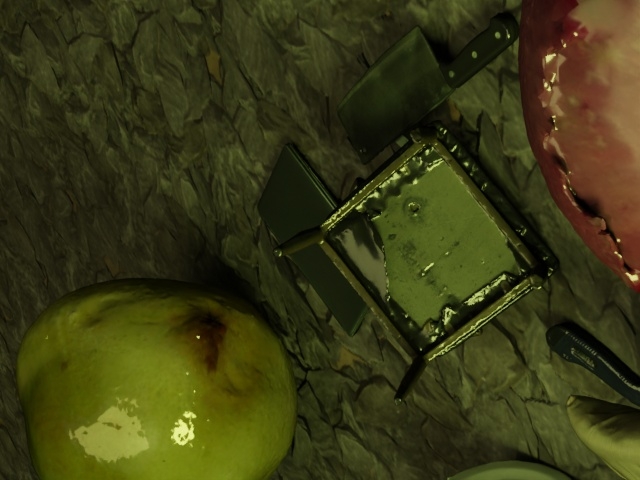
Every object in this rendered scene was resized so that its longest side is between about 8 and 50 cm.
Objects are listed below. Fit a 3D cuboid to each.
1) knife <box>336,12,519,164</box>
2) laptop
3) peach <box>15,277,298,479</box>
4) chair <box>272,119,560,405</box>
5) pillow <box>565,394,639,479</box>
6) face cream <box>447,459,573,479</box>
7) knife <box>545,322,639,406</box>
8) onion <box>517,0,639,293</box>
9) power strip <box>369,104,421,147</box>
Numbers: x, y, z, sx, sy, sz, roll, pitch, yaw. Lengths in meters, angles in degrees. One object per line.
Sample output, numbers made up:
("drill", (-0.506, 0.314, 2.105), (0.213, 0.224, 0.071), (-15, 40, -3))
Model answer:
("knife", (0.086, -0.146, 1.432), (0.245, 0.019, 0.072), (-36, 78, 50))
("laptop", (0.000, 0.000, 1.688), (0.180, 0.016, 0.129), (52, 146, 18))
("peach", (-0.177, 0.190, 1.804), (0.315, 0.314, 0.281), (-26, 52, 32))
("chair", (0.091, 0.009, 1.419), (0.188, 0.166, 0.272), (51, -171, 3))
("pillow", (0.318, 0.202, 1.210), (0.270, 0.067, 0.173), (39, 166, -27))
("face cream", (0.190, 0.403, 1.558), (0.145, 0.145, 0.370), (23, 127, 47))
("knife", (0.242, 0.109, 1.406), (0.121, 0.018, 0.031), (41, 134, 33))
("onion", (0.305, -0.120, 0.931), (0.358, 0.345, 0.358), (23, 136, 25))
("power strip", (0.077, -0.100, 1.495), (0.083, 0.027, 0.017), (47, 145, 26))
